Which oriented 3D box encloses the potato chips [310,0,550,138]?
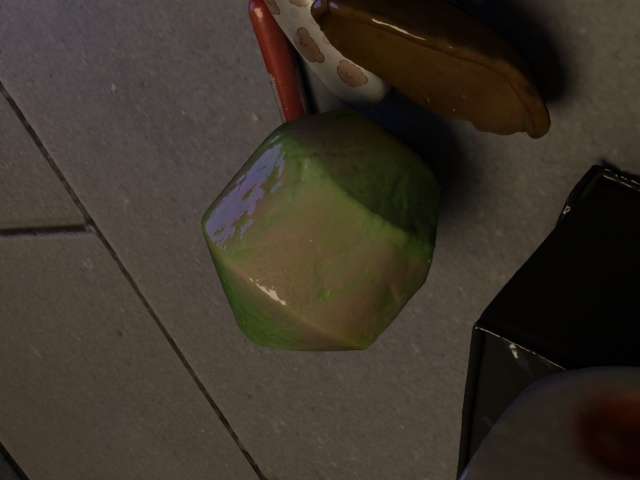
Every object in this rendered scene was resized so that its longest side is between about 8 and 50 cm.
[{"bbox_3d":[0.096,-0.153,0.907,0.208,0.062,0.195,23,173,23],"label":"potato chips"}]

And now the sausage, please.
[{"bbox_3d":[-0.029,-0.137,1.111,0.034,0.034,0.253,16,137,36],"label":"sausage"}]

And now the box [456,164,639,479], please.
[{"bbox_3d":[0.275,0.157,0.952,0.251,0.204,0.345,26,143,25],"label":"box"}]

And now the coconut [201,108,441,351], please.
[{"bbox_3d":[0.000,0.000,1.028,0.236,0.236,0.204,13,175,39],"label":"coconut"}]

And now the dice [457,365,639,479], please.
[{"bbox_3d":[0.196,0.246,0.719,0.259,0.251,0.243,27,144,23],"label":"dice"}]

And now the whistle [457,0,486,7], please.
[{"bbox_3d":[0.098,-0.209,0.896,0.100,0.035,0.035,23,141,31],"label":"whistle"}]

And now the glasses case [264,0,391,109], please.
[{"bbox_3d":[0.003,-0.189,1.013,0.164,0.041,0.063,53,146,-12],"label":"glasses case"}]
